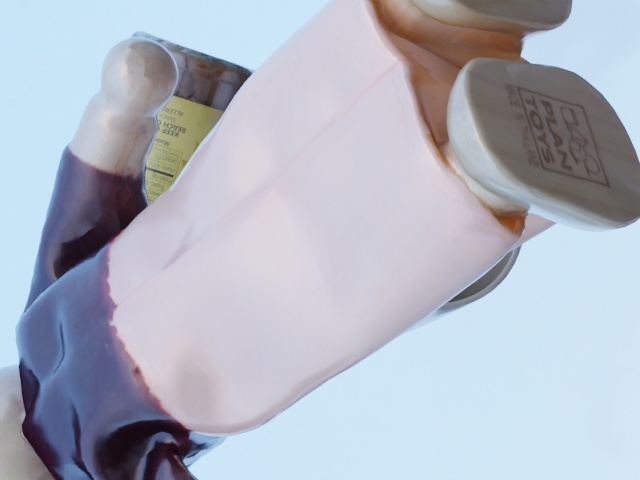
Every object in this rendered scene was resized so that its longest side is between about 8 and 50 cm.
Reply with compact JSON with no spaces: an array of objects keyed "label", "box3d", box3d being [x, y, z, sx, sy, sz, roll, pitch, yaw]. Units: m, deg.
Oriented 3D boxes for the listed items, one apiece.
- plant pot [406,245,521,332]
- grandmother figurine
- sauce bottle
[{"label":"plant pot","box3d":[0.000,0.000,1.562,0.256,0.274,0.257,16,-123,-25]},{"label":"grandmother figurine","box3d":[-0.044,0.034,0.605,0.104,0.342,0.208,17,-129,-37]},{"label":"sauce bottle","box3d":[-0.140,0.022,1.300,0.111,0.111,0.344,4,-74,-62]}]
